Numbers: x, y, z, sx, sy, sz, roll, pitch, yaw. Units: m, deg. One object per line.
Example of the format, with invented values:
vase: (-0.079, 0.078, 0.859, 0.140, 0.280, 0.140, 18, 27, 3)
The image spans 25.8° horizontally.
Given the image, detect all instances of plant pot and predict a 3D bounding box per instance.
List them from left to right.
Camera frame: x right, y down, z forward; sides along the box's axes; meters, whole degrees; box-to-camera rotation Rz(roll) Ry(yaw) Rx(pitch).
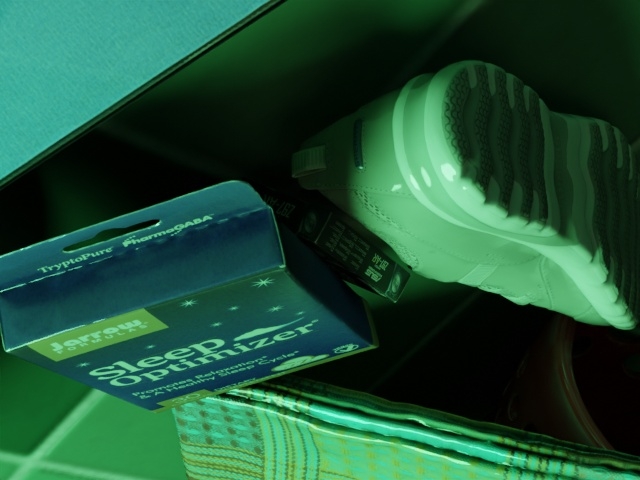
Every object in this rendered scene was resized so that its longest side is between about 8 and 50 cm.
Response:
plant pot: (0.197, 0.145, 0.910, 0.191, 0.191, 0.174, -1, 142, -27)

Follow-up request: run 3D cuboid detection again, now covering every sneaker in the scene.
sneaker: (0.095, -0.022, 0.760, 0.115, 0.105, 0.281, -7, 157, 33)

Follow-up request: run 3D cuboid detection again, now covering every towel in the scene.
towel: (0.091, 0.198, 0.849, 0.370, 0.040, 0.271, 12, 138, 16)

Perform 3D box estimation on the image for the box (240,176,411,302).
box: (0.000, 0.000, 0.733, 0.083, 0.067, 0.018, 37, 79, -49)

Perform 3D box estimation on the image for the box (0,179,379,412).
box: (-0.063, 0.036, 0.685, 0.136, 0.036, 0.225, -17, 160, 10)

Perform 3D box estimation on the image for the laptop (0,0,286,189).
laptop: (-0.189, -0.141, 0.315, 0.382, 0.236, 0.408, -32, 172, 10)
